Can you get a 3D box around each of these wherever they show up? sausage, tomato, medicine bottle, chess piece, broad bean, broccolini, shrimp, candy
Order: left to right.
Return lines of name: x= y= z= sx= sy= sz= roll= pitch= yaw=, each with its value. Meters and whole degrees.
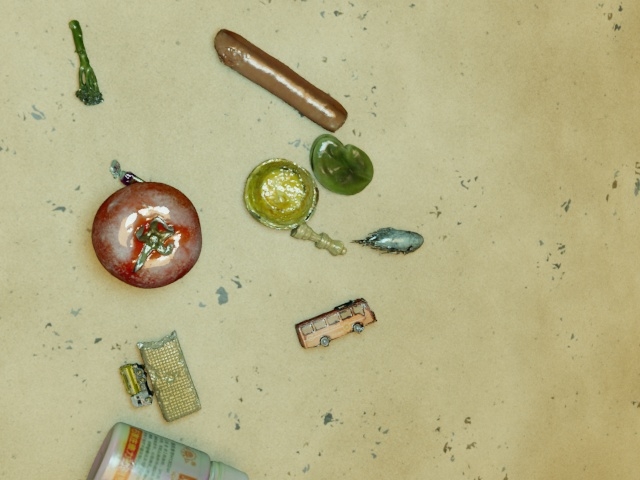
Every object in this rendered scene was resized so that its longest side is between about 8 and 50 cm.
broccolini: x=-0.612 y=-0.450 z=1.576 sx=0.067 sy=0.058 sz=0.216 roll=-20 pitch=93 yaw=-56
candy: x=-0.481 y=-0.148 z=1.630 sx=0.175 sy=0.043 sz=0.045 roll=35 pitch=94 yaw=-16
tomato: x=-0.438 y=-0.015 z=1.555 sx=0.270 sy=0.227 sz=0.270 roll=-5 pitch=101 yaw=-25
medicine bottle: x=-0.400 y=0.643 z=1.616 sx=0.388 sy=0.219 sz=0.219 roll=28 pitch=86 yaw=-17
sausage: x=-0.109 y=-0.435 z=1.694 sx=0.419 sy=0.094 sz=0.094 roll=30 pitch=89 yaw=-16
chess piece: x=0.000 y=-0.001 z=1.777 sx=0.172 sy=0.060 sz=0.060 roll=27 pitch=86 yaw=-19
broad bean: x=0.058 y=-0.213 z=1.770 sx=0.207 sy=0.072 sz=0.153 roll=41 pitch=94 yaw=-17
shrimp: x=0.197 y=0.000 z=1.827 sx=0.233 sy=0.079 sz=0.090 roll=0 pitch=58 yaw=-14

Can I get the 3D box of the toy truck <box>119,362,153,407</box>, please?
toy truck: x=-0.494 y=0.387 z=1.658 sx=0.063 sy=0.052 sz=0.123 roll=-17 pitch=97 yaw=-10

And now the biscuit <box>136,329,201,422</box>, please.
biscuit: x=-0.409 y=0.370 z=1.676 sx=0.108 sy=0.062 sz=0.238 roll=-19 pitch=98 yaw=-14

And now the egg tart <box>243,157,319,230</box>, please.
egg tart: x=-0.108 y=-0.130 z=1.699 sx=0.213 sy=0.090 sz=0.212 roll=1 pitch=86 yaw=-7

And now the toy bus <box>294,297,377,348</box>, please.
toy bus: x=0.045 y=0.244 z=1.799 sx=0.235 sy=0.073 sz=0.096 roll=-22 pitch=93 yaw=-13
